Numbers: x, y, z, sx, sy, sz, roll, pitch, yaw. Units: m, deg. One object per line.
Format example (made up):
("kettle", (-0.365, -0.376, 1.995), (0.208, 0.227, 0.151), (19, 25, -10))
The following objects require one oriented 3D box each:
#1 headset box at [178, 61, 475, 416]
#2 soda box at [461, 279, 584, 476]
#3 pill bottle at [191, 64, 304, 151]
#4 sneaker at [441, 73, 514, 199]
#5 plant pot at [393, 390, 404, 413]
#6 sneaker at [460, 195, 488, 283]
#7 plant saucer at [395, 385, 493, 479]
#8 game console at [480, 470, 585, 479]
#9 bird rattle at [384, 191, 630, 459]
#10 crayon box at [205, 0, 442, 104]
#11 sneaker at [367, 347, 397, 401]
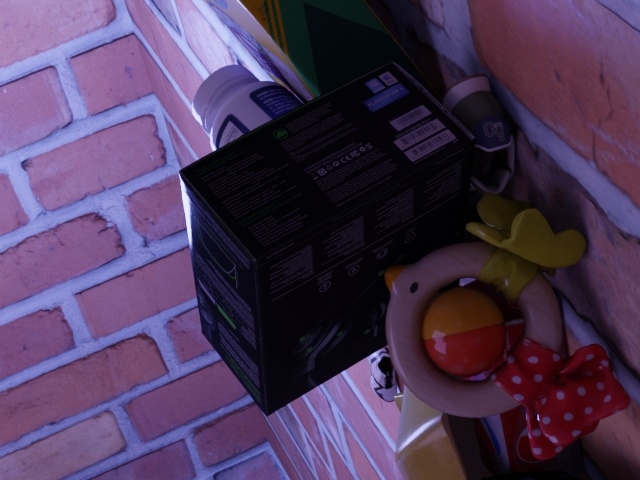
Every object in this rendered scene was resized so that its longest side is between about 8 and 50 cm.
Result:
("headset box", (0.009, 0.009, 1.380), (0.131, 0.246, 0.283), (48, 157, 31))
("soda box", (0.208, 0.155, 1.497), (0.083, 0.092, 0.263), (51, 161, 51))
("pill bottle", (-0.056, -0.110, 1.563), (0.186, 0.112, 0.112), (45, 159, 31))
("sneaker", (0.149, -0.072, 1.379), (0.192, 0.064, 0.086), (92, 157, -59))
("plant pot", (0.162, 0.225, 1.901), (0.081, 0.081, 0.083), (65, 157, 5))
("sneaker", (0.116, -0.038, 1.557), (0.232, 0.090, 0.115), (60, 171, 32))
("plant saucer", (0.168, 0.292, 1.670), (0.333, 0.081, 0.332), (-70, -39, -71))
("game console", (0.308, 0.385, 1.477), (0.213, 0.044, 0.361), (2, 127, 52))
("bird rattle", (0.166, 0.086, 1.325), (0.143, 0.207, 0.253), (-75, -27, -79))
("crayon box", (-0.052, -0.265, 1.549), (0.313, 0.106, 0.363), (46, 180, -30))
("sneaker", (0.101, 0.216, 2.251), (0.044, 0.040, 0.109), (44, 155, 58))
